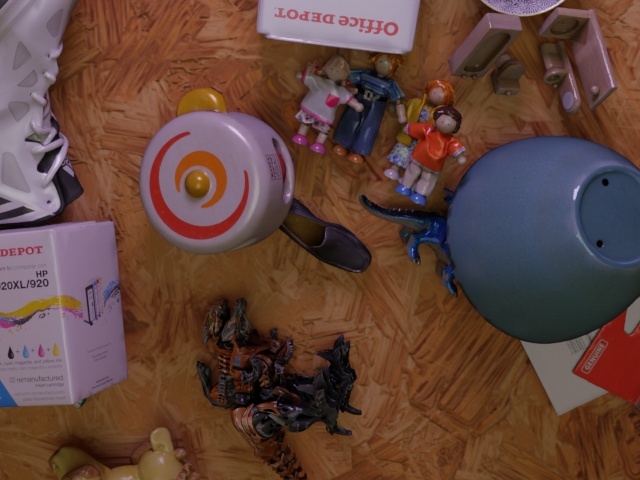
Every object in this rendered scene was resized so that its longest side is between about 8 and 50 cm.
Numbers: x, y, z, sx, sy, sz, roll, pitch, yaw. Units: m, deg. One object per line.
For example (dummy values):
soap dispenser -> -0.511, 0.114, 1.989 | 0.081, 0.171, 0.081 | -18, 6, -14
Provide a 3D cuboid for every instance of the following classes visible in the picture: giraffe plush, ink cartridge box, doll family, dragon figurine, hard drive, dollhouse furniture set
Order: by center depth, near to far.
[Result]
ink cartridge box -> 0.033, -0.403, 1.432 | 0.211, 0.121, 0.289 | 7, 106, -4
dollhouse furniture set -> 0.280, -0.223, 1.466 | 0.151, 0.144, 0.123 | 0, 65, -23
ink cartridge box -> -0.384, 0.096, 1.502 | 0.171, 0.168, 0.233 | -4, 94, 17
doll family -> 0.093, -0.177, 1.522 | 0.262, 0.118, 0.163 | 27, 111, 9
dragon figurine -> 0.192, -0.019, 1.571 | 0.289, 0.085, 0.144 | 40, 101, -13
ink cartridge box -> 0.546, 0.148, 1.605 | 0.238, 0.060, 0.275 | 27, 104, -10
giraffe plush -> -0.276, 0.363, 1.637 | 0.170, 0.210, 0.181 | -36, 139, -16
hard drive -> 0.451, 0.110, 1.642 | 0.307, 0.040, 0.203 | -27, 106, 6

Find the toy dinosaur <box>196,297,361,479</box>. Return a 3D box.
toy dinosaur -> -0.063, 0.230, 1.630 | 0.218, 0.164, 0.322 | -14, 126, 17

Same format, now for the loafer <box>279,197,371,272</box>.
loafer -> 0.000, 0.000, 1.582 | 0.170, 0.061, 0.062 | 29, 103, -11

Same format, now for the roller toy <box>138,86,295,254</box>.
roller toy -> -0.140, -0.081, 1.483 | 0.191, 0.146, 0.209 | 34, 104, 12

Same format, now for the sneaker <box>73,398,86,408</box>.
sneaker -> -0.372, 0.167, 1.622 | 0.076, 0.065, 0.167 | 13, 104, -1

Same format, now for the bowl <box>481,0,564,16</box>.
bowl -> 0.266, -0.388, 1.466 | 0.170, 0.080, 0.170 | -1, 106, -2

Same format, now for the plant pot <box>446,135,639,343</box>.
plant pot -> 0.340, -0.015, 1.457 | 0.290, 0.195, 0.290 | 4, 79, -19

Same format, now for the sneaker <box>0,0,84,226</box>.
sneaker -> -0.383, -0.194, 1.482 | 0.257, 0.169, 0.447 | 39, 110, -21
